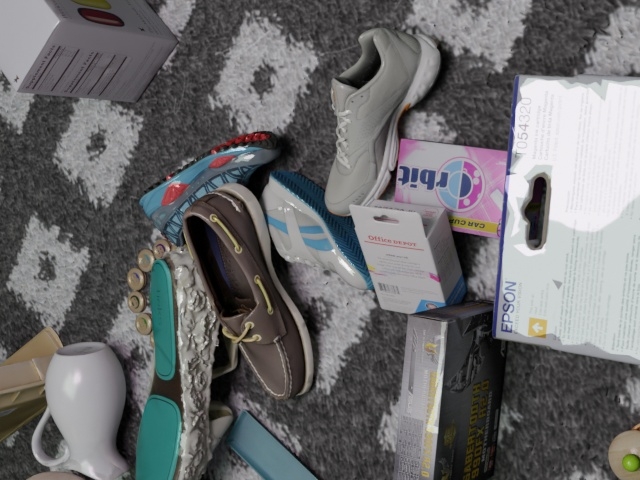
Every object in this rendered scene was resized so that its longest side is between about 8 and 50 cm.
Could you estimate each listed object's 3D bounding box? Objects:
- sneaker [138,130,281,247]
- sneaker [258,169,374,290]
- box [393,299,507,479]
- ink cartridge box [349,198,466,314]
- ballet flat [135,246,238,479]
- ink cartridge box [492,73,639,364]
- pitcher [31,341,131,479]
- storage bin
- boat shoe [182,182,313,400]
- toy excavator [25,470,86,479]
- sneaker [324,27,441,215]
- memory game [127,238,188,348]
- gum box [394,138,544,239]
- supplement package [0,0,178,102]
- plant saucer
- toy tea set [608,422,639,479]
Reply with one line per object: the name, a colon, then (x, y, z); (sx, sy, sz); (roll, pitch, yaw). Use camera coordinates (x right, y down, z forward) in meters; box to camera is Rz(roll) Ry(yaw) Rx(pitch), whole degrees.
sneaker: (-0.143, -0.070, 1.502); (0.262, 0.104, 0.125); (-26, 96, 36)
sneaker: (0.000, 0.000, 1.410); (0.228, 0.087, 0.092); (44, 122, 31)
box: (0.163, 0.195, 1.250); (0.056, 0.183, 0.231); (9, 97, 32)
ink cartridge box: (0.112, 0.011, 1.287); (0.104, 0.061, 0.181); (9, 136, 32)
ballet flat: (-0.184, 0.214, 1.505); (0.147, 0.147, 0.409); (9, 97, 32)
ink cartridge box: (0.373, -0.022, 1.161); (0.330, 0.071, 0.324); (9, 99, 30)
pitcher: (-0.398, 0.274, 1.651); (0.177, 0.125, 0.207); (-1, 101, 18)
storage bin: (-0.589, 0.262, 1.697); (0.260, 0.262, 0.123); (-37, 74, 29)
boat shoe: (-0.104, 0.086, 1.423); (0.116, 0.096, 0.324); (-6, 108, 39)
toy excavator: (-0.324, 0.565, 1.528); (0.445, 0.433, 0.222); (20, 121, 4)
sneaker: (0.048, -0.159, 1.329); (0.099, 0.121, 0.262); (39, 112, 48)
memory game: (-0.236, 0.089, 1.605); (0.186, 0.012, 0.186); (2, 94, 33)
gum box: (0.182, -0.067, 1.292); (0.188, 0.062, 0.107); (11, 99, 32)
supplement package: (-0.361, -0.305, 1.524); (0.139, 0.244, 0.134); (50, 117, 20)
plant saucer: (-0.060, 0.332, 1.502); (0.192, 0.018, 0.067); (39, 112, 24)
toy tea set: (0.449, 0.338, 1.105); (0.336, 0.124, 0.200); (32, 110, 27)
